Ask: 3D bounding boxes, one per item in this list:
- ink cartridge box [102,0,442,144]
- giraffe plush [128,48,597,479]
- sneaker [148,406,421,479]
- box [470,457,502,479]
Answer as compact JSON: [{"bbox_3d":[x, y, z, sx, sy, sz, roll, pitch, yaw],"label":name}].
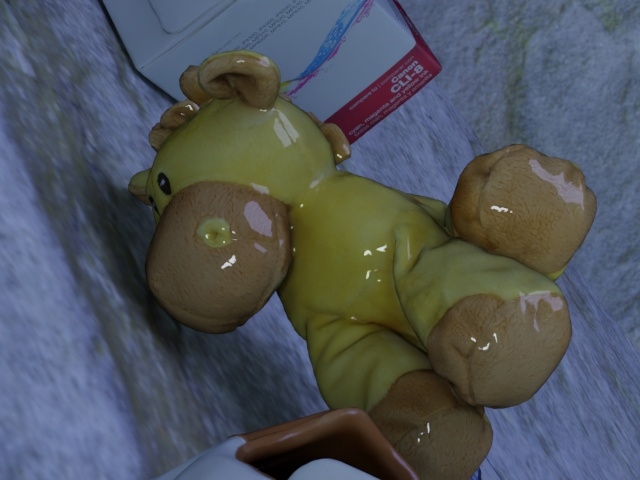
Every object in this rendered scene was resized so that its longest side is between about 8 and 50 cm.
[{"bbox_3d":[-0.037,-0.144,0.988,0.176,0.127,0.128,35,22,-54],"label":"ink cartridge box"},{"bbox_3d":[0.000,0.000,0.700,0.170,0.181,0.210,29,29,-11],"label":"giraffe plush"},{"bbox_3d":[-0.025,0.107,0.341,0.106,0.123,0.290,53,13,-13],"label":"sneaker"},{"bbox_3d":[0.074,0.134,0.868,0.081,0.028,0.136,55,10,9],"label":"box"}]
